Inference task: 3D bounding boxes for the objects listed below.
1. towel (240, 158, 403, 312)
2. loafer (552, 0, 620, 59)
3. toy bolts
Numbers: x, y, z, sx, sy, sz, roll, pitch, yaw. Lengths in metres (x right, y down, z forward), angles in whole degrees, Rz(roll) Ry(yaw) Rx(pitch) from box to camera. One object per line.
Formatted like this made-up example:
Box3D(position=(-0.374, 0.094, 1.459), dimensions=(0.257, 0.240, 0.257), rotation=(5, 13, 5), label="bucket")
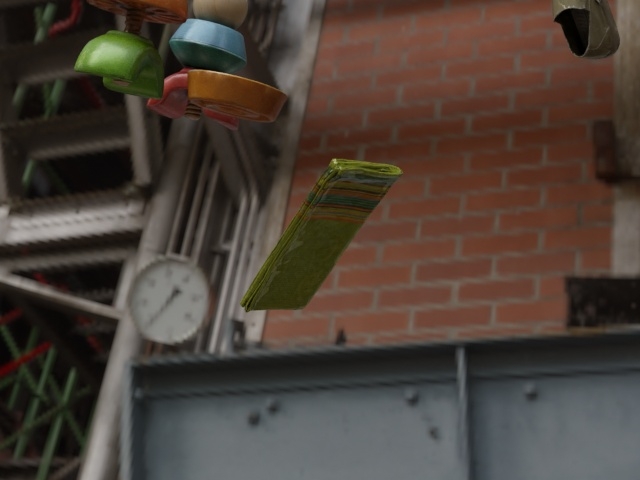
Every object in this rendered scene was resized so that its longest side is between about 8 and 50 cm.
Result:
Box3D(position=(0.000, 0.000, 1.567), dimensions=(0.102, 0.021, 0.237), rotation=(4, -47, -39), label="towel")
Box3D(position=(0.268, -0.257, 1.423), dimensions=(0.056, 0.050, 0.148), rotation=(-22, -83, 51), label="loafer")
Box3D(position=(-0.115, -0.212, 1.396), dimensions=(0.218, 0.158, 0.228), rotation=(13, -3, 14), label="toy bolts")
